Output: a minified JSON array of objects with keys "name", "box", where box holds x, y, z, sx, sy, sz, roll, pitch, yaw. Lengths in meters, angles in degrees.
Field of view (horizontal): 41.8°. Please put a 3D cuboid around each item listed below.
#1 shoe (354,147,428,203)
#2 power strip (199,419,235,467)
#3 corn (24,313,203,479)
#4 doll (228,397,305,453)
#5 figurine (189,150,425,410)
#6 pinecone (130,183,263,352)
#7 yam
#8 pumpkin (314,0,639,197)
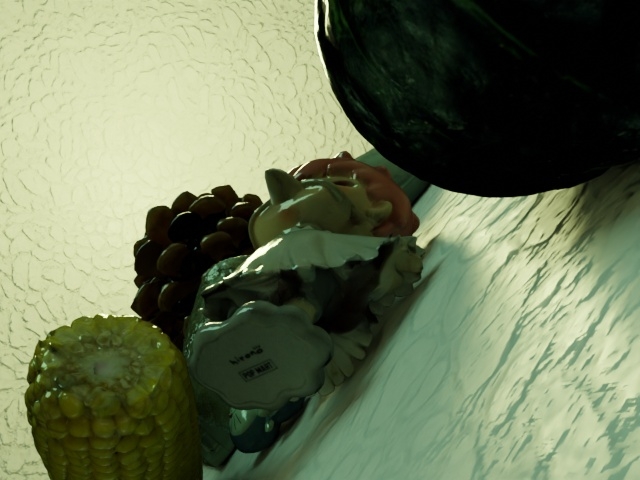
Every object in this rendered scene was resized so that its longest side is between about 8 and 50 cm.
[{"name":"shoe","box":[0.072,-0.069,1.076,0.251,0.100,0.103,-54,3,-8]},{"name":"power strip","box":[-0.152,0.220,0.984,0.053,0.093,0.288,-49,3,-20]},{"name":"corn","box":[-0.171,0.181,0.737,0.144,0.144,0.387,-53,-12,-34]},{"name":"doll","box":[-0.052,0.155,0.752,0.083,0.050,0.076,-48,23,24]},{"name":"figurine","box":[0.000,0.000,0.760,0.207,0.166,0.387,-28,18,27]},{"name":"pinecone","box":[-0.127,0.070,1.063,0.264,0.264,0.264,-51,4,4]},{"name":"yam","box":[-0.087,0.098,0.864,0.107,0.107,0.183,-48,25,40]},{"name":"pumpkin","box":[0.118,-0.172,0.454,0.315,0.238,0.315,-56,3,5]}]
